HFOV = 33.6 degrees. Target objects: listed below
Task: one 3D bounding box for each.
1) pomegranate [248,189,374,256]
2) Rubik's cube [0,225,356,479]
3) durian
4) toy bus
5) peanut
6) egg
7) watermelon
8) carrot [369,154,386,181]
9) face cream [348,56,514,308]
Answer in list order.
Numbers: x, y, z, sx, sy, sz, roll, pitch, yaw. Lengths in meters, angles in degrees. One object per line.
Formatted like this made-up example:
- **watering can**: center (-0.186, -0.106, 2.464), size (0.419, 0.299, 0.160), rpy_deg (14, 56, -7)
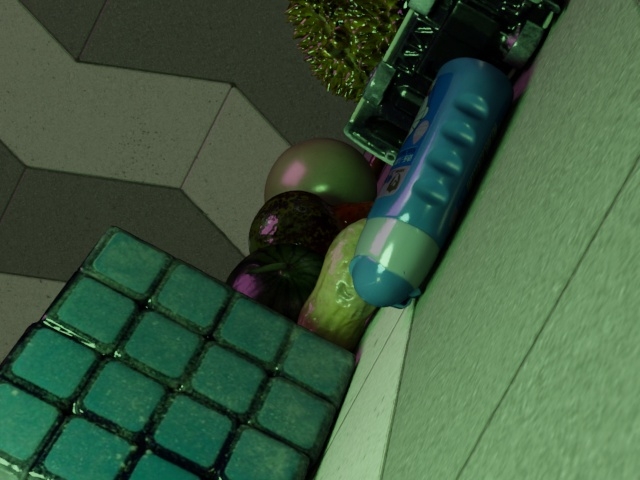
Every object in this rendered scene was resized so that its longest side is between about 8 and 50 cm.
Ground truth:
- **pomegranate**: center (0.000, 0.000, 1.833), size (0.248, 0.214, 0.214), rpy_deg (-25, 7, 4)
- **Rubik's cube**: center (-0.204, 0.256, 1.222), size (0.343, 0.345, 0.337), rpy_deg (-62, 2, 44)
- **durian**: center (0.118, -0.361, 1.509), size (0.384, 0.348, 0.347), rpy_deg (-44, -8, -33)
- **toy bus**: center (0.158, -0.228, 1.223), size (0.179, 0.143, 0.305), rpy_deg (-62, 1, -42)
- **peanut**: center (0.028, 0.069, 1.301), size (0.214, 0.100, 0.099), rpy_deg (-59, 4, 22)
- **egg**: center (0.000, -0.091, 2.073), size (0.219, 0.219, 0.269), rpy_deg (-63, 19, -15)
- **watermelon**: center (-0.050, 0.089, 1.505), size (0.214, 0.188, 0.188), rpy_deg (98, -167, -47)
- **carrot**: center (0.133, -0.178, 2.364), size (0.042, 0.042, 0.170), rpy_deg (-74, 8, -77)
- **face cream**: center (0.107, -0.052, 1.071), size (0.263, 0.083, 0.149), rpy_deg (-64, 0, -14)
